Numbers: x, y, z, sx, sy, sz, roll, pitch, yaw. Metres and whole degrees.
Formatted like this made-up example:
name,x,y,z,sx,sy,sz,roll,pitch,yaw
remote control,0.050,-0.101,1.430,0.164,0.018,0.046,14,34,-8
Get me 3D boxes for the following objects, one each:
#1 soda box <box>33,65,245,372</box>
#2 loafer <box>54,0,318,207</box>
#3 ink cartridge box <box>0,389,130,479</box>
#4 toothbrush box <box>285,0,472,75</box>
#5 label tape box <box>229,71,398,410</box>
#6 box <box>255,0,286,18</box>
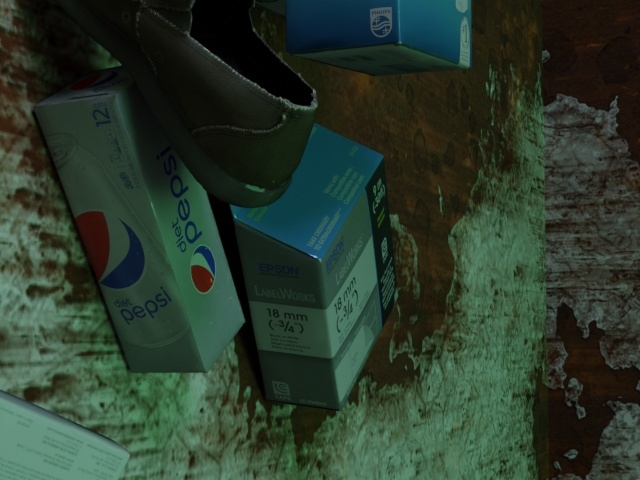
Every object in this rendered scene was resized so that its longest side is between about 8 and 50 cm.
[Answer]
name,x,y,z,sx,sy,sz,roll,pitch,yaw
soda box,-0.163,-0.017,0.968,0.098,0.091,0.286,-54,135,-54
loafer,-0.117,-0.205,0.879,0.366,0.130,0.134,52,35,5
ink cartridge box,-0.269,0.241,0.805,0.232,0.066,0.189,-62,146,-12
toothbrush box,0.063,-0.327,1.037,0.216,0.126,0.295,-8,98,-63
label tape box,0.000,0.000,1.232,0.240,0.106,0.333,-58,147,-50
box,-0.035,-0.330,1.173,0.290,0.169,0.087,1,90,-65
